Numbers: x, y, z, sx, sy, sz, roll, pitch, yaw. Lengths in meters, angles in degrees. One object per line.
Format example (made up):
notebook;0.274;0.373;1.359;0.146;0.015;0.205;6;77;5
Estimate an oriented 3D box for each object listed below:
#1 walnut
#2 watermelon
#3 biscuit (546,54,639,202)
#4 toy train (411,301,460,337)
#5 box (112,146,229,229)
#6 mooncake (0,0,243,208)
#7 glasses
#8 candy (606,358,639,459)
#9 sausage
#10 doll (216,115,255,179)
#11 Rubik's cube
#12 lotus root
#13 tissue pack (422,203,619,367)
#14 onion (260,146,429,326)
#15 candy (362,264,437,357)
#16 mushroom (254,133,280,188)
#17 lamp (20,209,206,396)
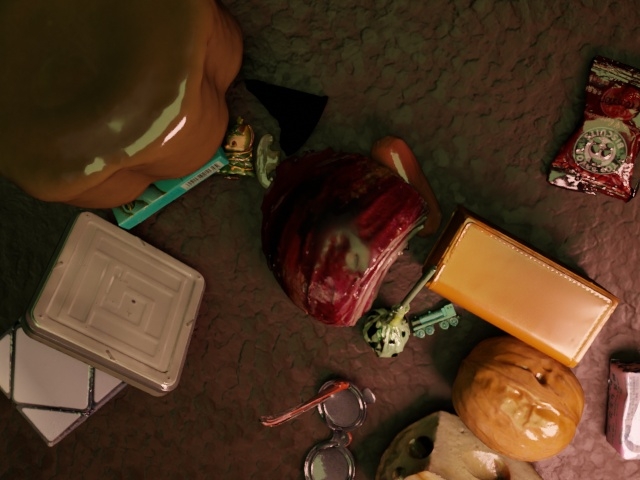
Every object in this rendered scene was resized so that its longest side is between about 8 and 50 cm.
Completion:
walnut;0.336;0.268;1.279;0.222;0.195;0.195;36;98;6
watermelon;-0.053;-0.245;1.310;0.121;0.098;0.158;-31;89;7
biscuit;0.500;-0.185;1.280;0.151;0.063;0.235;22;102;14
toy train;0.208;0.147;1.358;0.092;0.029;0.045;-21;86;8
box;-0.290;-0.145;1.332;0.226;0.042;0.160;-32;68;11
mooncake;-0.360;-0.276;1.210;0.467;0.262;0.466;-2;81;10
glasses;-0.012;0.375;1.288;0.118;0.268;0.234;15;99;22
candy;0.551;0.294;1.310;0.073;0.092;0.160;2;94;0
sausage;0.152;-0.094;1.314;0.077;0.077;0.194;-29;94;7
doll;-0.142;-0.160;1.346;0.077;0.078;0.113;29;74;-40
Rubik's cube;-0.435;0.201;1.333;0.205;0.205;0.207;-39;93;8
lotus root;0.267;0.444;1.338;0.314;0.142;0.210;39;127;-7
tissue pack;0.324;0.072;1.256;0.275;0.194;0.145;29;98;2
onion;0.000;0.000;1.283;0.280;0.146;0.314;31;113;9
candy;0.139;0.117;1.244;0.083;0.305;0.091;-6;65;-16
mushroom;-0.097;-0.143;1.359;0.049;0.019;0.101;-2;96;5
lamp;-0.335;0.102;1.259;0.269;0.266;0.047;31;131;-22
